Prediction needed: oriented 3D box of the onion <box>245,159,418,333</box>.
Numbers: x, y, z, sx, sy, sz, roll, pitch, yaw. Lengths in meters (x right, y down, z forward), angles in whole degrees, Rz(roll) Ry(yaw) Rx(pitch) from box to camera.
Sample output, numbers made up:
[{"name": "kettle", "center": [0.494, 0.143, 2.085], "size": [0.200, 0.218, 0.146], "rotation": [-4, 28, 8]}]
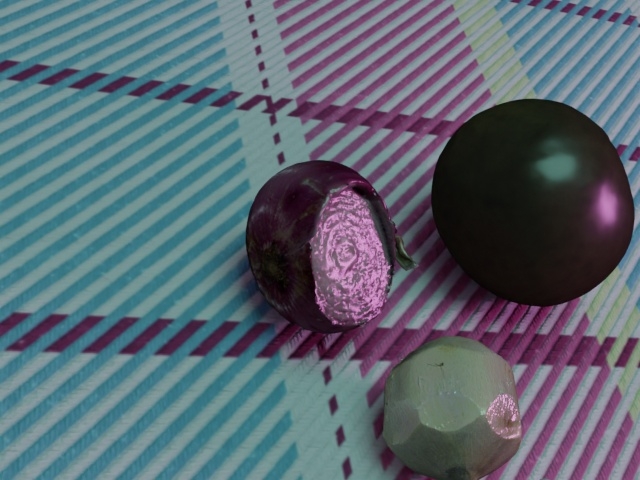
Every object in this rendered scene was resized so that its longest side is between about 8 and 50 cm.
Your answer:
[{"name": "onion", "center": [-0.010, 0.006, 1.128], "size": [0.201, 0.207, 0.200], "rotation": [-19, 38, 16]}]

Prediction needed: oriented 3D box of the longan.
[{"name": "longan", "center": [0.299, -0.050, 1.272], "size": [0.297, 0.297, 0.297], "rotation": [13, 47, -14]}]

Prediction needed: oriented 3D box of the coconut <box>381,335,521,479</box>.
[{"name": "coconut", "center": [0.151, 0.205, 1.054], "size": [0.161, 0.161, 0.162], "rotation": [18, 45, -10]}]

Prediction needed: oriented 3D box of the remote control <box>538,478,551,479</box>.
[{"name": "remote control", "center": [0.315, 0.380, 1.011], "size": [0.250, 0.103, 0.034], "rotation": [43, 49, 16]}]
